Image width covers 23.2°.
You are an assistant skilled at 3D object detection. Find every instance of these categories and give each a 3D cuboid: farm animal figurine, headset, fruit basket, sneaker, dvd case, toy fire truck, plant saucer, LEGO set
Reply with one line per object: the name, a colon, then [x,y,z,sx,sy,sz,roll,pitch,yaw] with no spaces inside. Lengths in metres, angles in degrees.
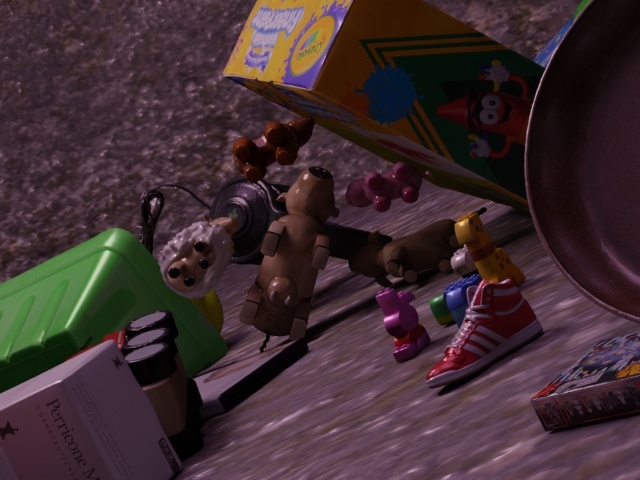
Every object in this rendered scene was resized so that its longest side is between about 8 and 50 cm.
farm animal figurine: [0.000,0.000,2.050,0.326,0.330,0.172,-55,4,10]
headset: [-0.092,0.001,2.342,0.394,0.185,0.243,14,1,14]
fruit basket: [-0.297,0.121,2.251,0.392,0.283,0.392,-35,19,13]
sneaker: [0.130,0.077,1.352,0.118,0.067,0.042,-29,5,-20]
dvd case: [-0.153,0.194,1.929,0.253,0.022,0.180,-24,6,39]
toy fire truck: [-0.257,0.204,1.714,0.246,0.158,0.217,-18,13,-1]
plant saucer: [0.293,-0.081,1.156,0.311,0.310,0.050,-24,-31,35]
LEGO set: [0.143,0.031,1.621,0.087,0.093,0.227,-24,6,35]

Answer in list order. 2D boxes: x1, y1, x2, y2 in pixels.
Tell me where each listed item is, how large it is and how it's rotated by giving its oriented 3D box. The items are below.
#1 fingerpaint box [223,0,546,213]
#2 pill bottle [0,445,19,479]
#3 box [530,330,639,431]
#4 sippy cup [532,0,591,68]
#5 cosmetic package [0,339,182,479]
fingerpaint box: [0.115,-0.192,1.987,0.163,0.371,0.445,-64,18,0]
pill bottle: [-0.460,0.289,1.381,0.392,0.224,0.224,-23,6,37]
box: [0.217,0.085,1.034,0.094,0.027,0.137,-33,7,-41]
sippy cup: [0.385,-0.205,2.192,0.305,0.240,0.224,4,-28,-38]
cosmetic package: [-0.265,0.215,1.535,0.184,0.151,0.151,-27,5,17]
